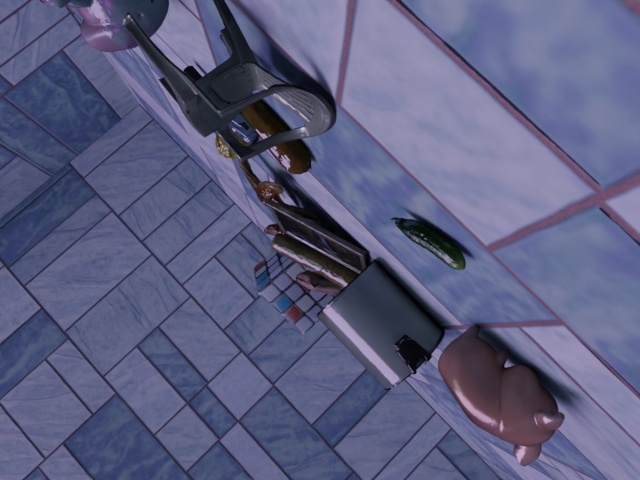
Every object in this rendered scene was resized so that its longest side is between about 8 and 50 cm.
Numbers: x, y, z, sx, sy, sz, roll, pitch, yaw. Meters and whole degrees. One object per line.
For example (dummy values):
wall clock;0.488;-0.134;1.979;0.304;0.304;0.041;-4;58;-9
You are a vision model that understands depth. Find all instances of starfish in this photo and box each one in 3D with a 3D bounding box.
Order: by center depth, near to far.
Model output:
starfish;-0.146;-0.150;1.498;0.327;0.094;0.375;46;177;-12

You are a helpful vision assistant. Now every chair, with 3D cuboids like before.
chair;-0.133;-0.247;0.788;0.274;0.190;0.203;54;173;6

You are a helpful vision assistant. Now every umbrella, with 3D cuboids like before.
umbrella;-0.251;-0.341;1.252;0.250;0.052;0.053;47;170;-5

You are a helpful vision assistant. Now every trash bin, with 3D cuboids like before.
trash bin;0.154;0.216;1.295;0.262;0.217;0.277;46;173;5

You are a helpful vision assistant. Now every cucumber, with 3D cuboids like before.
cucumber;0.175;-0.004;0.803;0.155;0.037;0.037;39;168;35

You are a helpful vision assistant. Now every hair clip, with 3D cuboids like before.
hair clip;-0.045;0.011;1.666;0.300;0.069;0.173;29;155;6

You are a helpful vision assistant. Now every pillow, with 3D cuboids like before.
pillow;0.049;0.153;1.681;0.270;0.067;0.173;14;180;-28

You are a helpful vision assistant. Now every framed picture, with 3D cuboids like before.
framed picture;0.000;0.000;1.447;0.324;0.020;0.240;30;167;15

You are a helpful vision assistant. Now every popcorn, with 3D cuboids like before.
popcorn;-0.228;-0.273;1.332;0.116;0.121;0.106;4;103;41

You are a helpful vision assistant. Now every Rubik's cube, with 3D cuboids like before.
Rubik's cube;-0.079;0.154;1.906;0.253;0.259;0.256;47;-179;-21

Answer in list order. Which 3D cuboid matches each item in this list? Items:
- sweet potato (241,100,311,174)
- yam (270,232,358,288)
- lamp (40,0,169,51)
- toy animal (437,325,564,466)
sweet potato;-0.106;-0.231;1.049;0.233;0.062;0.081;49;173;4
yam;0.013;0.081;1.574;0.371;0.083;0.083;29;168;11
lamp;-0.391;-0.490;0.853;0.247;0.247;0.301;6;158;27
toy animal;0.341;0.292;0.966;0.250;0.154;0.166;37;159;35
